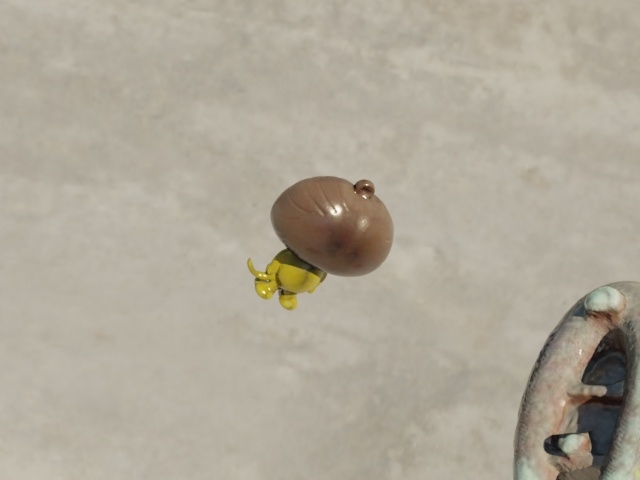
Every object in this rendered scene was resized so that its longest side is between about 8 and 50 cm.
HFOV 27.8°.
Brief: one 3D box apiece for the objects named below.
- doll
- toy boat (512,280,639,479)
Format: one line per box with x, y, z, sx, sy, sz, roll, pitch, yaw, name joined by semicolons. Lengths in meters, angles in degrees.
-0.008;-0.004;1.427;0.188;0.145;0.096;-25;37;22;doll
0.240;0.129;1.116;0.155;0.085;0.227;-4;51;45;toy boat
